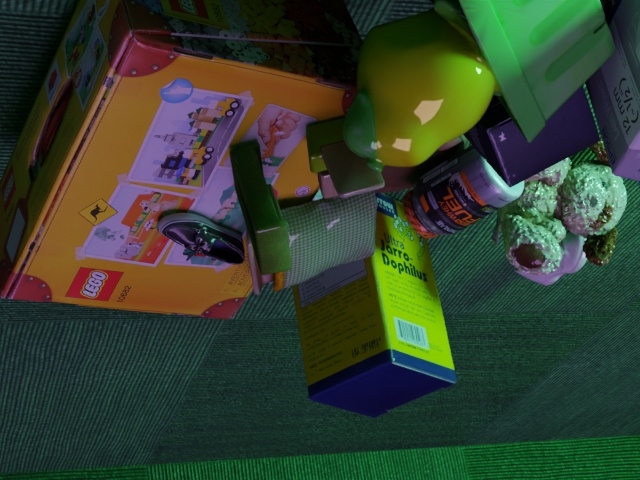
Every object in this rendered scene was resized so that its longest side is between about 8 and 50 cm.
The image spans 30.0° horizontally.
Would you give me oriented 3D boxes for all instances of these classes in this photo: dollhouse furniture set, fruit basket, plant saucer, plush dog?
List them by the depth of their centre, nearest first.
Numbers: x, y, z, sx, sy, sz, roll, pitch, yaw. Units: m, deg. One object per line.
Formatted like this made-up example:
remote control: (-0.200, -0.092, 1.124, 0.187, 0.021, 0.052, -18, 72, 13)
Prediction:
fruit basket: (0.162, -0.265, 1.514, 0.392, 0.283, 0.392, -16, 144, -12)
dollhouse furniture set: (0.000, 0.000, 1.639, 0.197, 0.151, 0.301, -15, 143, -8)
plant saucer: (0.126, -0.155, 2.023, 0.277, 0.041, 0.278, -8, 152, -4)
plush dog: (0.436, -0.072, 2.139, 0.225, 0.262, 0.210, 3, -175, -5)

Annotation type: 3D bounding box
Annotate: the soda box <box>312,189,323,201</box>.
soda box: (-0.012, -0.075, 2.067, 0.183, 0.063, 0.058, 29, 135, -35)

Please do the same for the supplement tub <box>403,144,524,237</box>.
supplement tub: (0.239, -0.084, 2.028, 0.117, 0.117, 0.190, 17, 142, -42)

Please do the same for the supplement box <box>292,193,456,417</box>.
supplement box: (0.086, 0.112, 2.177, 0.194, 0.357, 0.195, -28, 147, 32)

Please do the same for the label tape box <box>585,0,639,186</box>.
label tape box: (0.434, -0.226, 1.636, 0.115, 0.249, 0.348, -4, 152, -11)

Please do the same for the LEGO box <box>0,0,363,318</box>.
LEGO box: (-0.205, -0.124, 1.677, 0.372, 0.193, 0.500, 8, 134, -32)

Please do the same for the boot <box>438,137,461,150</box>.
boot: (0.219, -0.239, 1.861, 0.197, 0.073, 0.152, -36, 129, 9)

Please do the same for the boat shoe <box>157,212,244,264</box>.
boat shoe: (-0.160, -0.001, 1.655, 0.142, 0.040, 0.049, 17, 129, -39)

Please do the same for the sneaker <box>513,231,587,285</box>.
sneaker: (0.479, 0.033, 2.484, 0.094, 0.080, 0.212, 13, 148, -17)

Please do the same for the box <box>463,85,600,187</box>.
box: (0.288, -0.193, 1.750, 0.153, 0.207, 0.108, -27, 123, 1)
